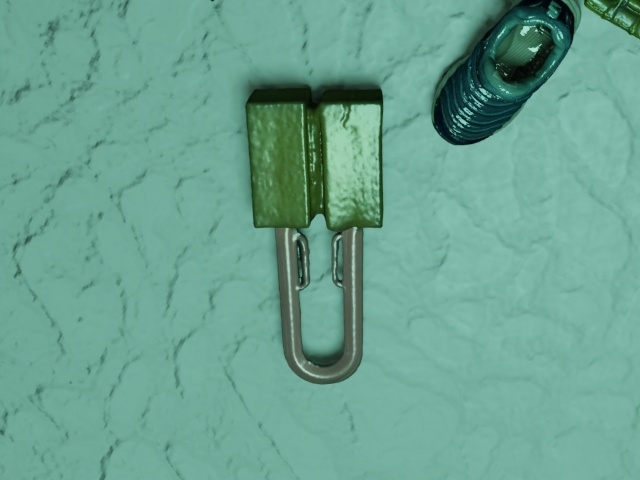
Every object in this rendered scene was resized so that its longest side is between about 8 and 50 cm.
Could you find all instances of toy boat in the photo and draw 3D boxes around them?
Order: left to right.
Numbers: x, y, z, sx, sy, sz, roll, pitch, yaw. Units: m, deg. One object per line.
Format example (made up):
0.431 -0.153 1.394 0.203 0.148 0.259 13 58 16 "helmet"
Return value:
0.259 -0.171 1.422 0.115 0.016 0.063 30 106 -6 "toy boat"

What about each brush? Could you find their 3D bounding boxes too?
0.000 0.000 1.475 0.103 0.047 0.233 -1 108 4 "brush"

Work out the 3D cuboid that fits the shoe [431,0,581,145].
0.137 -0.125 1.416 0.064 0.071 0.143 38 110 -7 "shoe"
